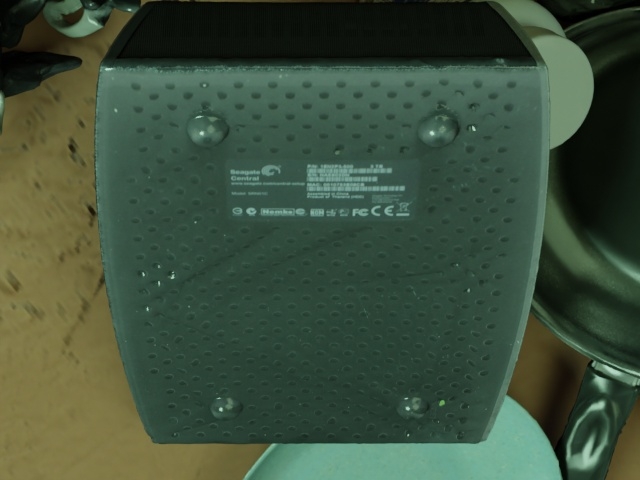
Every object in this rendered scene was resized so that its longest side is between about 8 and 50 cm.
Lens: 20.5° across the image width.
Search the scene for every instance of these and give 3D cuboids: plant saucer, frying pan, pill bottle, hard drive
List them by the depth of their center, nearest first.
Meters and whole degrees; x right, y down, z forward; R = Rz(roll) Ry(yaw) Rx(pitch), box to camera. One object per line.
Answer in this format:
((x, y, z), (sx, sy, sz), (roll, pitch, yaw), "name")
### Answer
((0.000, 0.000, 0.713), (0.172, 0.054, 0.255), (0, 143, 0), "hard drive")
((0.066, -0.078, 0.759), (0.067, 0.120, 0.067), (-9, 112, -21), "pill bottle")
((0.178, 0.036, 0.846), (0.053, 0.197, 0.326), (-52, 139, -52), "frying pan")
((0.028, 0.149, 0.874), (0.195, 0.037, 0.195), (-9, 113, -22), "plant saucer")

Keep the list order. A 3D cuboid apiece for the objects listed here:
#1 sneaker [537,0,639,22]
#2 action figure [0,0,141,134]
((0.198, -0.201, 0.803), (0.271, 0.100, 0.108), (-42, 87, 2), "sneaker")
((-0.145, -0.119, 0.638), (0.164, 0.141, 0.276), (-15, 113, -32), "action figure")
